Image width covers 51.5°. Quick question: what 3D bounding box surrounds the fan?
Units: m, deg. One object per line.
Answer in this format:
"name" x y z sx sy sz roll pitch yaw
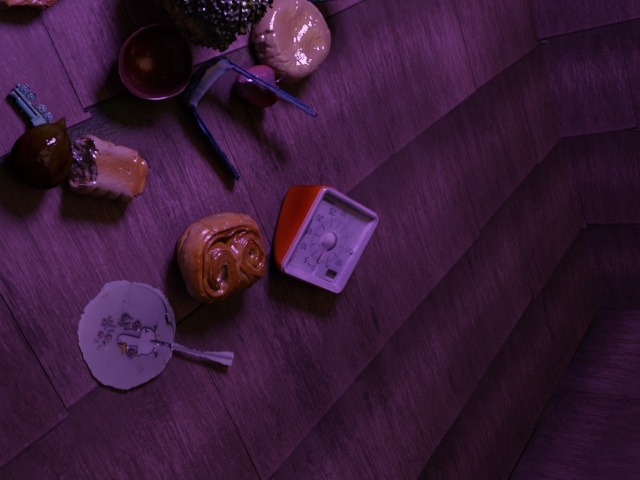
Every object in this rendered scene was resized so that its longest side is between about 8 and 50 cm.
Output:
"fan" -0.356 0.232 1.490 0.415 0.012 0.233 28 69 -42

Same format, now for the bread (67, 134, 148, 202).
"bread" -0.437 -0.141 1.355 0.177 0.084 0.119 16 78 -48

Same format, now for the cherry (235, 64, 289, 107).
"cherry" -0.159 -0.393 1.679 0.126 0.087 0.106 13 80 -29

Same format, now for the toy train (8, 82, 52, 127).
"toy train" -0.555 -0.256 1.270 0.045 0.029 0.092 -47 120 -20

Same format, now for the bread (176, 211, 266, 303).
"bread" -0.234 0.036 1.555 0.236 0.120 0.198 -22 106 -47

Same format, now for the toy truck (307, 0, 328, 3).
"toy truck" 0.041 -0.732 1.770 0.155 0.279 0.156 -44 130 -40

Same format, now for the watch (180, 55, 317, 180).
"watch" -0.173 -0.329 1.599 0.276 0.068 0.274 -42 122 -11

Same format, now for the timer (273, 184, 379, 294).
"timer" 0.000 0.000 1.799 0.257 0.161 0.250 26 78 -46

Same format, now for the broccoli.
"broccoli" -0.260 -0.580 1.423 0.249 0.302 0.375 2 69 -47

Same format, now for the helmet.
"helmet" -0.372 -0.377 1.420 0.175 0.106 0.155 -45 127 -27

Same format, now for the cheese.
"cheese" -0.081 -0.535 1.752 0.214 0.117 0.226 54 56 -25

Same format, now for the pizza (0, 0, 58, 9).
"pizza" -0.545 -0.511 1.269 0.161 0.062 0.182 2 82 -42

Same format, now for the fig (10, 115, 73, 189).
"fig" -0.517 -0.173 1.260 0.109 0.103 0.154 97 11 -52
